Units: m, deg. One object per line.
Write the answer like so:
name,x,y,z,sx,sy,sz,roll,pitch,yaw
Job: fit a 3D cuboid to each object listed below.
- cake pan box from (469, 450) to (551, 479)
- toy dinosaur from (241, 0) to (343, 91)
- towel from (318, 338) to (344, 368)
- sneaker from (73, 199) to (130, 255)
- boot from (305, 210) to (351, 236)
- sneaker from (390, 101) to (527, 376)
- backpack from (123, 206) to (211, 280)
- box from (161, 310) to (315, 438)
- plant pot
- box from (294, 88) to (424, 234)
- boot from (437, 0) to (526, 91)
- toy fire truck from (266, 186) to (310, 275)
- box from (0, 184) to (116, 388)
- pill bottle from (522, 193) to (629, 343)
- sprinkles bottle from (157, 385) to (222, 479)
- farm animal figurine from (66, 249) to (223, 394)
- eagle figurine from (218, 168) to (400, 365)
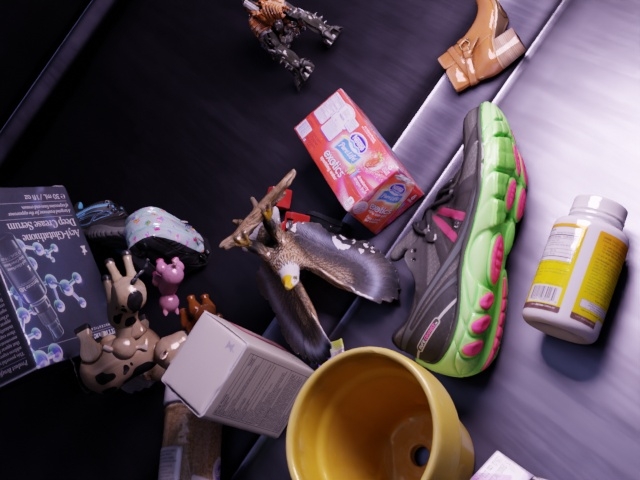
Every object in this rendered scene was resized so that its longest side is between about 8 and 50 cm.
cake pan box,0.265,0.450,1.033,0.266,0.070,0.245,-38,47,-23
toy dinosaur,-0.089,-0.457,1.657,0.164,0.218,0.322,-51,7,22
towel,0.021,0.227,1.402,0.060,0.009,0.083,-19,59,26
sneaker,-0.501,-0.040,1.808,0.340,0.125,0.140,0,61,31
boot,0.000,0.000,1.504,0.121,0.045,0.099,21,85,39
sneaker,0.222,-0.021,1.274,0.202,0.185,0.483,5,70,31
backpack,-0.344,0.010,1.640,0.152,0.182,0.115,-35,53,16
box,-0.140,0.245,1.358,0.126,0.232,0.149,31,87,39
plant pot,0.113,0.314,1.150,0.253,0.239,0.254,-15,61,28
box,0.073,-0.155,1.475,0.128,0.122,0.257,-40,52,12
boot,0.295,-0.393,1.474,0.152,0.073,0.197,-31,52,23
toy fire truck,-0.077,-0.012,1.544,0.135,0.047,0.192,6,85,60
box,-0.652,0.100,1.638,0.211,0.293,0.396,-25,86,21
pill bottle,0.399,0.042,1.166,0.117,0.117,0.215,15,78,38
sprinkles bottle,-0.244,0.438,1.410,0.121,0.121,0.356,-14,62,28
farm animal figurine,-0.344,0.193,1.461,0.326,0.330,0.172,-36,57,14
eagle figurine,-0.036,0.057,1.393,0.226,0.298,0.225,-28,26,46
